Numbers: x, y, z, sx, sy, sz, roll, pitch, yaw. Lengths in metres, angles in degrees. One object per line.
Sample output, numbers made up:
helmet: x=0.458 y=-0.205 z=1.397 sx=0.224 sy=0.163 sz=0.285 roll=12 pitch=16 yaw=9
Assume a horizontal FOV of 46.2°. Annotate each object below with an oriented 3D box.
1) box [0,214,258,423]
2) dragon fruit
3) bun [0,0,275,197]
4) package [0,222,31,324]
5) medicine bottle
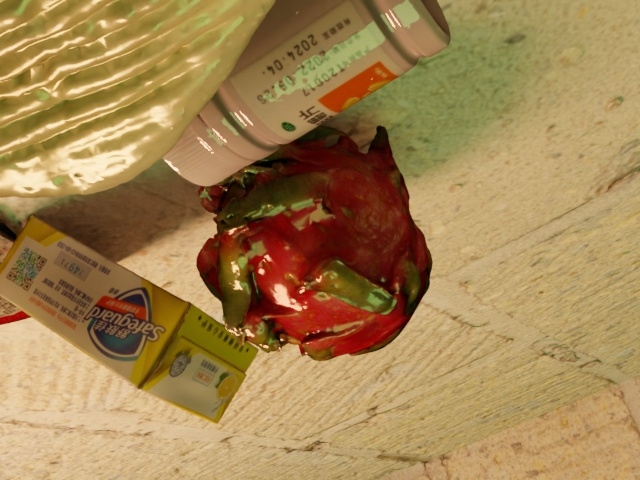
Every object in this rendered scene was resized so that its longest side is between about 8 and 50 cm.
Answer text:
box: x=-0.219 y=0.087 z=0.838 sx=0.097 sy=0.265 sz=0.168 roll=-59 pitch=151 yaw=-12
dragon fruit: x=-0.010 y=0.006 z=0.821 sx=0.237 sy=0.231 sz=0.303 roll=-24 pitch=146 yaw=25
bun: x=-0.185 y=-0.189 z=0.407 sx=0.349 sy=0.227 sz=0.352 roll=-20 pitch=148 yaw=9
package: x=-0.416 y=0.051 z=0.909 sx=0.154 sy=0.030 sz=0.239 roll=-14 pitch=151 yaw=-5
medicine bottle: x=-0.029 y=-0.157 z=0.632 sx=0.250 sy=0.133 sz=0.133 roll=-28 pitch=148 yaw=20
